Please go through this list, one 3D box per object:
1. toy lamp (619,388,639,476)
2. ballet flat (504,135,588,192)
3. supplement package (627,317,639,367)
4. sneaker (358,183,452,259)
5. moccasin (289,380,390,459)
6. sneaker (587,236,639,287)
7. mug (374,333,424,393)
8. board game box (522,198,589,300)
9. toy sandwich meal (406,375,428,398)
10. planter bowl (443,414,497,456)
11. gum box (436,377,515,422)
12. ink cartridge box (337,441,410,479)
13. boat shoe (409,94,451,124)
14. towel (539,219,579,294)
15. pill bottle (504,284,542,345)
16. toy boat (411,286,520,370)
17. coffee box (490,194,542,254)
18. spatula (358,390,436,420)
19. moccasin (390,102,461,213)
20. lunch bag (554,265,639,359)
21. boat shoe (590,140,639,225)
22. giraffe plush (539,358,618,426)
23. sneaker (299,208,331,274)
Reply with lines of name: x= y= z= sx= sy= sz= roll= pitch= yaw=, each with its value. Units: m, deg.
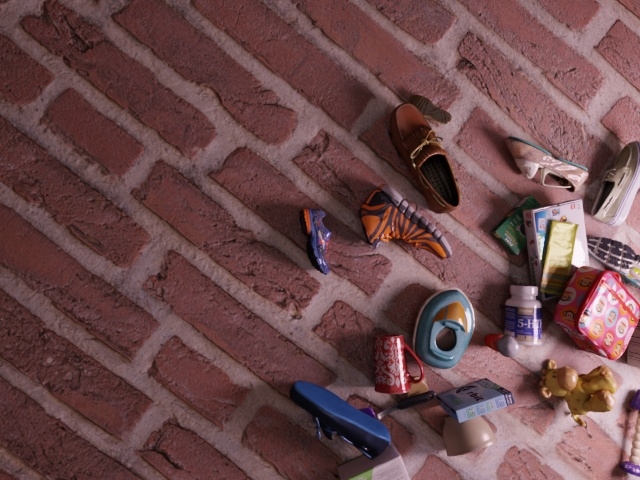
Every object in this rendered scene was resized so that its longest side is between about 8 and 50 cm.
toy lamp: x=1.073 y=0.643 z=1.474 sx=0.080 sy=0.080 sz=0.275 roll=15 pitch=87 yaw=-5
ballet flat: x=0.749 y=-0.246 z=1.473 sx=0.316 sy=0.107 sz=0.106 roll=22 pitch=98 yaw=-4
supplement package: x=1.170 y=0.336 z=1.462 sx=0.194 sy=0.149 sz=0.203 roll=6 pitch=86 yaw=-6
sneaker: x=0.254 y=-0.015 z=1.407 sx=0.321 sy=0.124 sz=0.180 roll=43 pitch=88 yaw=8
moccasin: x=0.046 y=0.559 z=1.328 sx=0.342 sy=0.138 sz=0.117 roll=31 pitch=100 yaw=5
sneaker: x=1.021 y=0.092 z=1.482 sx=0.275 sy=0.110 sz=0.107 roll=36 pitch=66 yaw=14
mug: x=0.238 y=0.383 z=1.383 sx=0.150 sy=0.113 sz=0.169 roll=-3 pitch=83 yaw=-8
board game box: x=0.791 y=0.030 z=1.458 sx=0.193 sy=0.053 sz=0.305 roll=-12 pitch=97 yaw=-10
toy sandwich meal: x=0.311 y=0.482 z=1.423 sx=0.085 sy=0.029 sz=0.086 roll=-1 pitch=97 yaw=-12
planter bowl: x=0.454 y=0.596 z=1.377 sx=0.162 sy=0.162 sz=0.109 roll=-17 pitch=69 yaw=-7
gum box: x=0.482 y=0.499 z=1.375 sx=0.184 sy=0.157 sz=0.041 roll=-16 pitch=89 yaw=-7
ink cartridge box: x=0.194 y=0.808 z=1.349 sx=0.198 sy=0.115 sz=0.273 roll=-21 pitch=89 yaw=-7
boat shoe: x=0.367 y=-0.436 z=1.472 sx=0.153 sy=0.048 sz=0.056 roll=28 pitch=97 yaw=2
towel: x=0.774 y=0.058 z=1.418 sx=0.102 sy=0.021 sz=0.237 roll=7 pitch=93 yaw=-13
pill bottle: x=0.663 y=0.241 z=1.431 sx=0.112 sy=0.112 sz=0.187 roll=2 pitch=87 yaw=-6
toy boat: x=0.458 y=0.294 z=1.387 sx=0.318 sy=0.148 sz=0.267 roll=16 pitch=85 yaw=-5
coffee box: x=0.679 y=-0.052 z=1.482 sx=0.113 sy=0.040 sz=0.184 roll=45 pitch=83 yaw=-5
spatula: x=0.228 y=0.539 z=1.393 sx=0.296 sy=0.030 sz=0.084 roll=-22 pitch=89 yaw=-1
moccasin: x=0.339 y=-0.265 z=1.403 sx=0.139 sy=0.147 sz=0.380 roll=-20 pitch=89 yaw=-7
lunch bag: x=0.909 y=0.221 z=1.422 sx=0.293 sy=0.120 sz=0.258 roll=37 pitch=81 yaw=-25
boat shoe: x=1.022 y=-0.202 z=1.497 sx=0.094 sy=0.109 sz=0.302 roll=18 pitch=88 yaw=-3
giraffe plush: x=0.820 y=0.474 z=1.430 sx=0.170 sy=0.181 sz=0.210 roll=33 pitch=119 yaw=6
sneaker: x=0.000 y=0.000 z=1.389 sx=0.087 sy=0.083 sz=0.221 roll=-13 pitch=92 yaw=-15
